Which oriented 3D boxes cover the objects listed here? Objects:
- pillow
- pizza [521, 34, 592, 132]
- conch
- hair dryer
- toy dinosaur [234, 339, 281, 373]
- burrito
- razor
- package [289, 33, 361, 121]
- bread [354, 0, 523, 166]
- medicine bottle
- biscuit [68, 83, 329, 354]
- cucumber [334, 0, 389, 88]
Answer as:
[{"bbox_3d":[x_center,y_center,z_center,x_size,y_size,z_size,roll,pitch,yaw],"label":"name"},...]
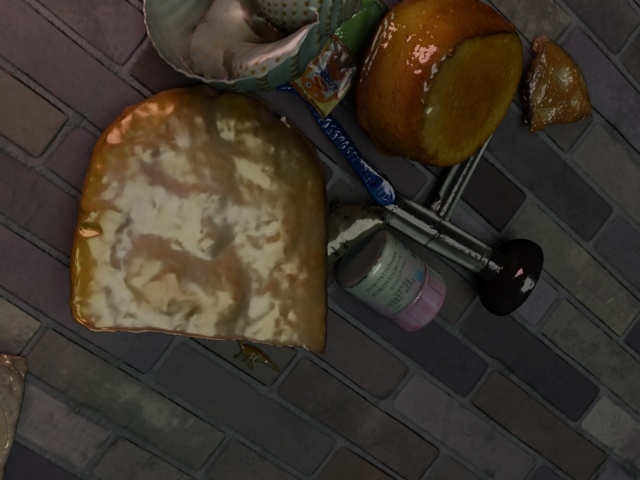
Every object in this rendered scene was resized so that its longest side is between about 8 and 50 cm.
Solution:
[{"bbox_3d":[0.001,-0.001,1.623,0.241,0.051,0.093,-35,94,6],"label":"pillow"},{"bbox_3d":[0.427,-0.269,1.713,0.182,0.062,0.161,35,84,-30],"label":"pizza"},{"bbox_3d":[-0.097,-0.357,1.406,0.215,0.319,0.303,27,78,-60],"label":"conch"},{"bbox_3d":[0.296,-0.061,1.674,0.320,0.156,0.284,38,100,-17],"label":"hair dryer"},{"bbox_3d":[-0.118,0.216,1.662,0.113,0.026,0.041,45,69,-16],"label":"toy dinosaur"},{"bbox_3d":[-0.545,0.320,1.519,0.082,0.059,0.275,9,102,-37],"label":"burrito"},{"bbox_3d":[0.024,-0.187,1.577,0.093,0.056,0.324,-37,107,17],"label":"razor"},{"bbox_3d":[0.011,-0.272,1.498,0.120,0.031,0.108,-49,119,-5],"label":"package"},{"bbox_3d":[0.195,-0.261,1.528,0.312,0.172,0.312,-26,135,-30],"label":"bread"},{"bbox_3d":[0.128,0.072,1.654,0.168,0.135,0.135,38,90,-24],"label":"medicine bottle"},{"bbox_3d":[-0.189,-0.031,1.503,0.429,0.104,0.446,1,90,-20],"label":"biscuit"},{"bbox_3d":[0.049,-0.353,1.536,0.115,0.086,0.193,3,110,-20],"label":"cucumber"}]
